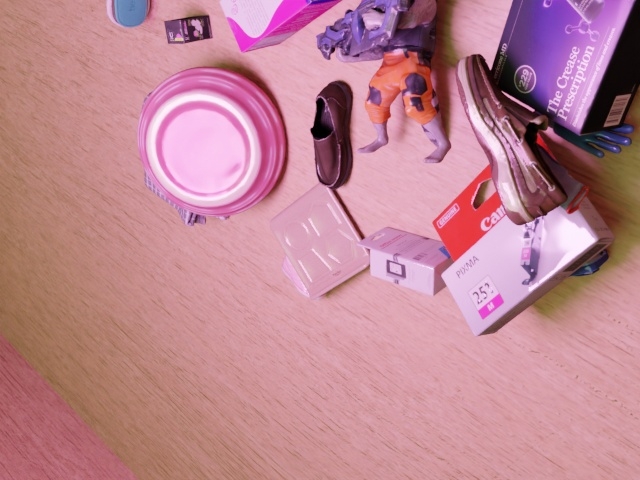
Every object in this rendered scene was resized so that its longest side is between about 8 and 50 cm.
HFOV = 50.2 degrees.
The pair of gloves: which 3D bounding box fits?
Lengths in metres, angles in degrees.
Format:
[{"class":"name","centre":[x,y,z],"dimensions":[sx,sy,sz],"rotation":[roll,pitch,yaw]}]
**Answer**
[{"class":"pair of gloves","centre":[0.356,-0.134,1.008],"dimensions":[0.159,0.198,0.023],"rotation":[38,177,39]}]

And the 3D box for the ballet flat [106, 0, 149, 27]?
[{"class":"ballet flat","centre":[-0.432,-0.680,1.532],"dimensions":[0.139,0.139,0.400],"rotation":[42,134,22]}]

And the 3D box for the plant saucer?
[{"class":"plant saucer","centre":[-0.243,-0.203,1.478],"dimensions":[0.331,0.084,0.333],"rotation":[2,110,6]}]

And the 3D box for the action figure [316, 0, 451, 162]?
[{"class":"action figure","centre":[0.122,-0.315,1.178],"dimensions":[0.341,0.178,0.331],"rotation":[-147,52,-65]}]

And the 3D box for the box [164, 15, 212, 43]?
[{"class":"box","centre":[-0.293,-0.468,1.518],"dimensions":[0.062,0.083,0.052],"rotation":[12,118,40]}]

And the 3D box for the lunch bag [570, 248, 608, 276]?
[{"class":"lunch bag","centre":[0.407,0.024,1.086],"dimensions":[0.098,0.067,0.065],"rotation":[-18,98,51]}]

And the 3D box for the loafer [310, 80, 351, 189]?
[{"class":"loafer","centre":[0.009,-0.202,1.356],"dimensions":[0.080,0.078,0.220],"rotation":[20,122,37]}]

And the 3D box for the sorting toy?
[{"class":"sorting toy","centre":[0.000,0.000,1.482],"dimensions":[0.193,0.038,0.208],"rotation":[-34,80,36]}]

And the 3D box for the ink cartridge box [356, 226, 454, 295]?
[{"class":"ink cartridge box","centre":[0.168,0.036,1.301],"dimensions":[0.180,0.104,0.060],"rotation":[18,122,39]}]

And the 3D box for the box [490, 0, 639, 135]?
[{"class":"box","centre":[0.357,-0.303,0.925],"dimensions":[0.184,0.103,0.261],"rotation":[47,138,41]}]

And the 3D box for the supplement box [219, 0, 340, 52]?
[{"class":"supplement box","centre":[-0.074,-0.456,1.288],"dimensions":[0.220,0.113,0.111],"rotation":[-17,98,46]}]

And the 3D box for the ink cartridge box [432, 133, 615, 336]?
[{"class":"ink cartridge box","centre":[0.297,-0.016,1.109],"dimensions":[0.275,0.060,0.239],"rotation":[-50,55,39]}]

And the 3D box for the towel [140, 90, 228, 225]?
[{"class":"towel","centre":[-0.334,-0.196,1.665],"dimensions":[0.235,0.121,0.284],"rotation":[32,129,30]}]

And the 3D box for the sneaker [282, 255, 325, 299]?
[{"class":"sneaker","centre":[-0.036,0.073,1.557],"dimensions":[0.134,0.051,0.070],"rotation":[42,139,27]}]

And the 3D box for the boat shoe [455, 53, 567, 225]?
[{"class":"boat shoe","centre":[0.277,-0.156,0.969],"dimensions":[0.095,0.095,0.258],"rotation":[-24,82,30]}]
